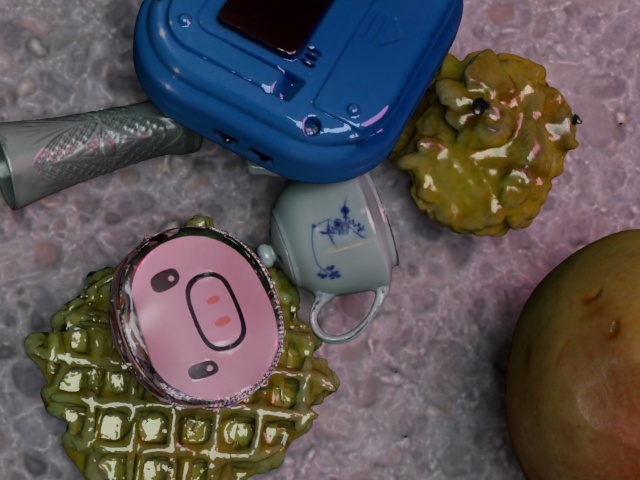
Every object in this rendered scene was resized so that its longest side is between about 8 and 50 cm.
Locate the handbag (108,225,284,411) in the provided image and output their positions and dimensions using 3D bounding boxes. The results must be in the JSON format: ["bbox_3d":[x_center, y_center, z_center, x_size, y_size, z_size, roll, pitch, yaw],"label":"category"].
[{"bbox_3d":[-0.130,0.080,1.697,0.179,0.116,0.205,-20,83,-21],"label":"handbag"}]

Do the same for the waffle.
[{"bbox_3d":[-0.144,0.141,1.777,0.317,0.073,0.297,-37,95,-15],"label":"waffle"}]

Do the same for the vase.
[{"bbox_3d":[-0.240,-0.106,1.765,0.219,0.096,0.096,-16,90,-19],"label":"vase"}]

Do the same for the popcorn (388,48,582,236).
[{"bbox_3d":[0.181,-0.112,1.837,0.189,0.169,0.218,29,72,-13],"label":"popcorn"}]

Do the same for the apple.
[{"bbox_3d":[0.355,0.154,1.784,0.338,0.338,0.305,-5,70,-16],"label":"apple"}]

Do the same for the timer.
[{"bbox_3d":[-0.021,-0.238,1.765,0.309,0.115,0.340,27,61,6],"label":"timer"}]

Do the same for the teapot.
[{"bbox_3d":[0.000,0.000,1.794,0.159,0.159,0.232,-18,80,-16],"label":"teapot"}]
